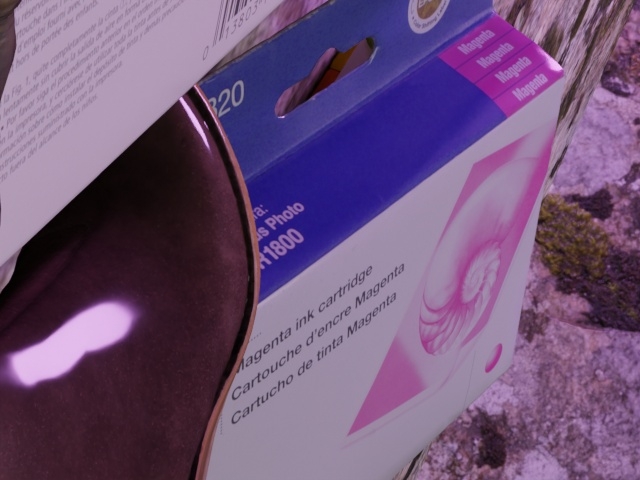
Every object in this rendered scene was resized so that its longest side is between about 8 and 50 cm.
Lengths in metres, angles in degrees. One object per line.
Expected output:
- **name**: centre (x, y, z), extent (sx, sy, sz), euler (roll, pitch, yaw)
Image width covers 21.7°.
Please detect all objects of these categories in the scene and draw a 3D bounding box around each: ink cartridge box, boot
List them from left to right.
- **boot**: centre (-0.091, 0.041, 0.582), extent (0.207, 0.090, 0.249), euler (12, 77, -74)
- **ink cartridge box**: centre (-0.063, -0.142, 0.514), extent (0.296, 0.066, 0.261), euler (-52, 162, -50)
- **ink cartridge box**: centre (0.018, 0.022, 0.923), extent (0.324, 0.071, 0.330), euler (-37, 145, -38)

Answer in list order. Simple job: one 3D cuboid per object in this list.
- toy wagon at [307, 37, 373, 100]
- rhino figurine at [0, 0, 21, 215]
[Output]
- **toy wagon**: centre (0.000, 0.000, 1.084), extent (0.344, 0.068, 0.267), euler (-58, 166, -27)
- **rhino figurine**: centre (-0.163, 0.019, 0.337), extent (0.243, 0.073, 0.106), euler (-33, 146, -35)
